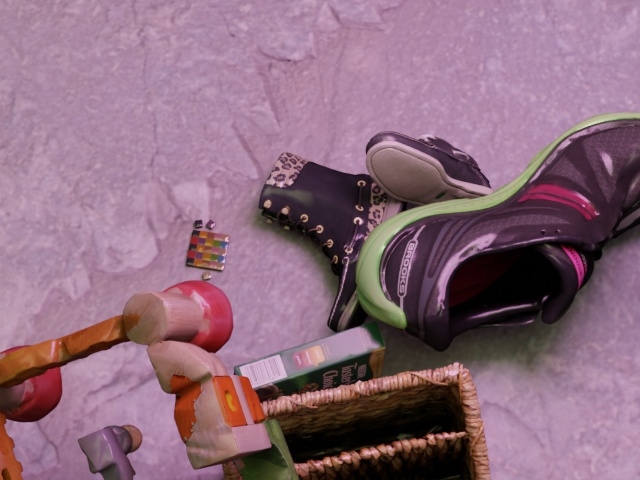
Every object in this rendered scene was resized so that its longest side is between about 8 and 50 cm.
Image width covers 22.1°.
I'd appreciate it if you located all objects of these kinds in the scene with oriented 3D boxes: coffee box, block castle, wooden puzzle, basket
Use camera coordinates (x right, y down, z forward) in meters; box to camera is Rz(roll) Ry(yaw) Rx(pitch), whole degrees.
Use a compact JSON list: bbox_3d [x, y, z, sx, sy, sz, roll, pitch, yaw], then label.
[{"bbox_3d":[-0.013,0.159,1.985,0.184,0.113,0.040,-17,67,-10],"label":"coffee box"},{"bbox_3d":[-0.174,0.286,1.704,0.303,0.213,0.453,-22,81,14],"label":"block castle"},{"bbox_3d":[-0.144,0.012,2.101,0.049,0.006,0.083,9,67,3],"label":"wooden puzzle"},{"bbox_3d":[0.044,0.293,1.871,0.299,0.223,0.213,-10,68,-6],"label":"basket"}]

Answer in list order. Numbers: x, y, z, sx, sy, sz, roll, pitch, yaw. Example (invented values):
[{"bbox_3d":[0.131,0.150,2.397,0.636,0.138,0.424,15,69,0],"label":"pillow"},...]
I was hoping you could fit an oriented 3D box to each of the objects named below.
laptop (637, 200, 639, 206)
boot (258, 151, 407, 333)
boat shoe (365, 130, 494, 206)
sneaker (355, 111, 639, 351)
[{"bbox_3d":[0.663,-0.027,1.942,0.408,0.236,0.382,-44,53,-16],"label":"laptop"},{"bbox_3d":[0.000,0.000,2.066,0.178,0.085,0.236,17,60,8],"label":"boot"},{"bbox_3d":[0.131,-0.093,2.051,0.084,0.233,0.079,-30,58,31],"label":"boat shoe"},{"bbox_3d":[0.280,0.005,1.979,0.482,0.185,0.202,-28,44,-16],"label":"sneaker"}]
